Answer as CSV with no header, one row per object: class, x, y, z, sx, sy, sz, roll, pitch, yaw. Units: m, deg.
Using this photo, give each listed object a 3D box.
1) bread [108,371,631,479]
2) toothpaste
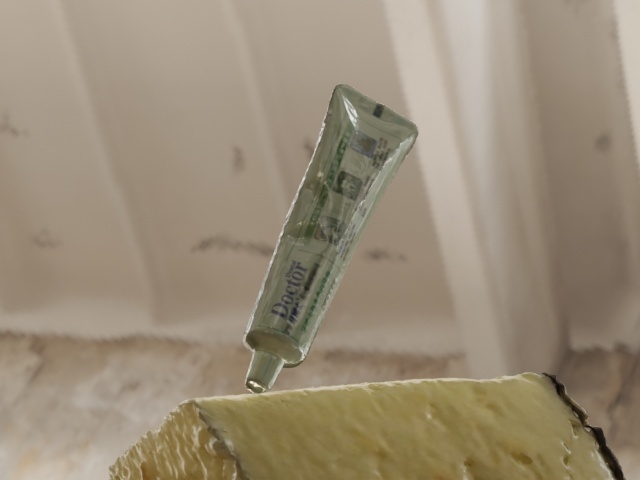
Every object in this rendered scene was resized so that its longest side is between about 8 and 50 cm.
bread,0.084,0.271,1.567,0.242,0.405,0.345,124,-48,-58
toothpaste,0.000,0.000,1.209,0.064,0.218,0.041,28,-27,-10
